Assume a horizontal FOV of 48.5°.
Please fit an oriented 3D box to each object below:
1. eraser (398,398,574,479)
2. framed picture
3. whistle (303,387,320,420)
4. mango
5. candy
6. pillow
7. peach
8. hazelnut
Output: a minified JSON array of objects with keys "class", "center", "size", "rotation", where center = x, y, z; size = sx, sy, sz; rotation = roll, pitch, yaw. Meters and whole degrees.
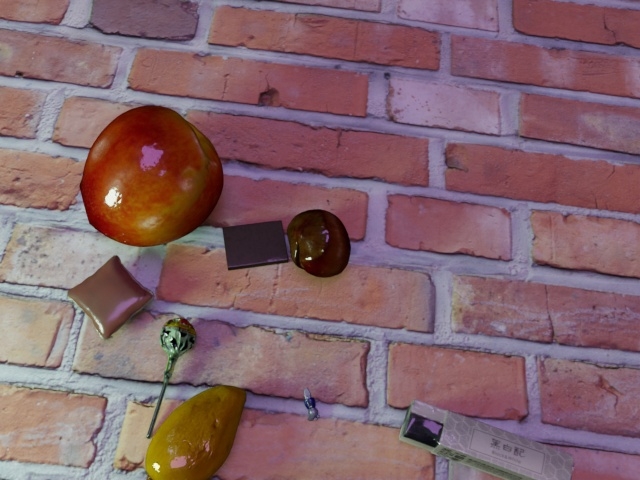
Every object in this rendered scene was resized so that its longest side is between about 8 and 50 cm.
[{"class":"eraser","center":[0.400,0.505,1.730],"size":[0.404,0.098,0.096],"rotation":[20,62,5]},{"class":"framed picture","center":[-0.182,0.012,1.977],"size":[0.169,0.023,0.127],"rotation":[-7,63,-8]},{"class":"whistle","center":[-0.027,0.412,1.784],"size":[0.033,0.029,0.083],"rotation":[-20,73,4]},{"class":"mango","center":[-0.294,0.468,1.685],"size":[0.177,0.119,0.316],"rotation":[29,60,18]},{"class":"candy","center":[-0.390,0.341,1.776],"size":[0.091,0.083,0.305],"rotation":[15,71,1]},{"class":"pillow","center":[-0.546,0.147,1.850],"size":[0.171,0.075,0.179],"rotation":[-42,70,-16]},{"class":"peach","center":[-0.448,-0.158,1.862],"size":[0.389,0.388,0.388],"rotation":[2,63,-4]},{"class":"hazelnut","center":[0.000,0.000,1.924],"size":[0.178,0.177,0.204],"rotation":[-29,38,-18]}]
